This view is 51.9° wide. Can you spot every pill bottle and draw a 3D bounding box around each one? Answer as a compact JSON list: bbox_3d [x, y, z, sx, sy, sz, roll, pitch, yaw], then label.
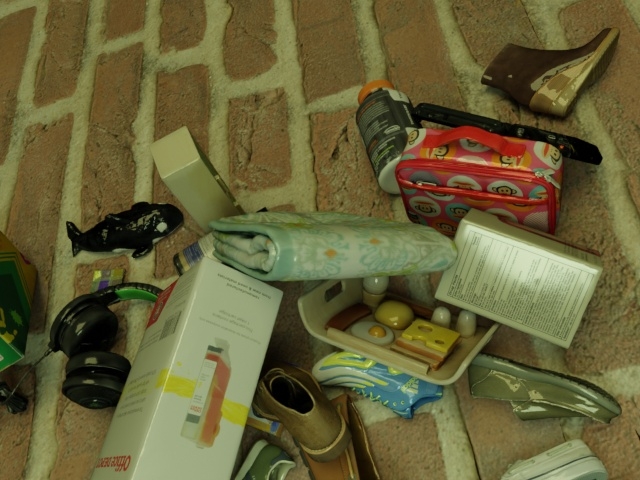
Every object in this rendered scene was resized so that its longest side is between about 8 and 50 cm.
[{"bbox_3d":[0.151,-0.229,1.395,0.130,0.130,0.246,-20,56,6],"label":"pill bottle"},{"bbox_3d":[-0.181,0.027,1.354,0.219,0.123,0.123,-32,56,-3],"label":"pill bottle"}]

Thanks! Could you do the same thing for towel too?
[{"bbox_3d":[-0.480,0.091,1.481,0.083,0.009,0.060,-3,60,16],"label":"towel"},{"bbox_3d":[0.000,0.000,1.144,0.320,0.090,0.374,-4,8,-25],"label":"towel"}]

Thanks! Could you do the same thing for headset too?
[{"bbox_3d":[-0.461,0.242,1.335,0.393,0.185,0.244,-21,58,-13],"label":"headset"}]

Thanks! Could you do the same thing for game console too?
[{"bbox_3d":[0.356,-0.212,1.286,0.361,0.213,0.044,22,104,30],"label":"game console"}]

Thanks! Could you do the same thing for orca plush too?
[{"bbox_3d":[-0.466,-0.046,1.503,0.287,0.102,0.151,0,60,18],"label":"orca plush"}]

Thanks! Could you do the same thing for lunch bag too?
[{"bbox_3d":[0.290,-0.107,1.199,0.292,0.258,0.120,10,61,24],"label":"lunch bag"}]

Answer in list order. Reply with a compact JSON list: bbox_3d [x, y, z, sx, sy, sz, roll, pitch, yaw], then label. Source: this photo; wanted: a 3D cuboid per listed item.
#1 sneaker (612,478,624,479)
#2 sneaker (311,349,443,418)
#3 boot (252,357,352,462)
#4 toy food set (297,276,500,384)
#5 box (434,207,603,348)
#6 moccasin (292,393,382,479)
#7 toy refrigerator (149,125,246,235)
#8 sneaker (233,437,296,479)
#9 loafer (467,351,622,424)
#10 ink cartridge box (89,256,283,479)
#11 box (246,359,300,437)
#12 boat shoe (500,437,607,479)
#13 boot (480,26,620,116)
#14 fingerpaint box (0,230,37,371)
[{"bbox_3d":[0.425,0.462,0.929,0.094,0.090,0.235,16,66,7],"label":"sneaker"},{"bbox_3d":[0.103,0.250,1.146,0.239,0.091,0.126,-13,58,10],"label":"sneaker"},{"bbox_3d":[-0.062,0.247,1.102,0.112,0.115,0.305,-42,27,-16],"label":"boot"},{"bbox_3d":[0.145,0.123,1.135,0.305,0.093,0.219,17,25,27],"label":"toy food set"},{"bbox_3d":[0.332,0.057,1.108,0.232,0.127,0.149,21,109,15],"label":"box"},{"bbox_3d":[0.088,0.417,1.035,0.147,0.139,0.380,-35,46,6],"label":"moccasin"},{"bbox_3d":[-0.240,-0.105,1.363,0.094,0.270,0.102,-28,55,-1],"label":"toy refrigerator"},{"bbox_3d":[-0.109,0.439,1.116,0.086,0.064,0.192,13,62,30],"label":"sneaker"},{"bbox_3d":[0.356,0.254,1.074,0.251,0.094,0.088,13,89,35],"label":"loafer"},{"bbox_3d":[-0.234,0.260,1.131,0.279,0.160,0.385,-30,39,55],"label":"ink cartridge box"},{"bbox_3d":[-0.087,0.288,1.224,0.081,0.028,0.136,13,67,25],"label":"box"},{"bbox_3d":[0.323,0.378,1.017,0.226,0.083,0.076,-20,33,0],"label":"boat shoe"},{"bbox_3d":[0.491,-0.391,1.404,0.206,0.090,0.248,35,79,29],"label":"boot"},{"bbox_3d":[-0.837,0.205,1.358,0.444,0.163,0.371,-32,31,-2],"label":"fingerpaint box"}]
